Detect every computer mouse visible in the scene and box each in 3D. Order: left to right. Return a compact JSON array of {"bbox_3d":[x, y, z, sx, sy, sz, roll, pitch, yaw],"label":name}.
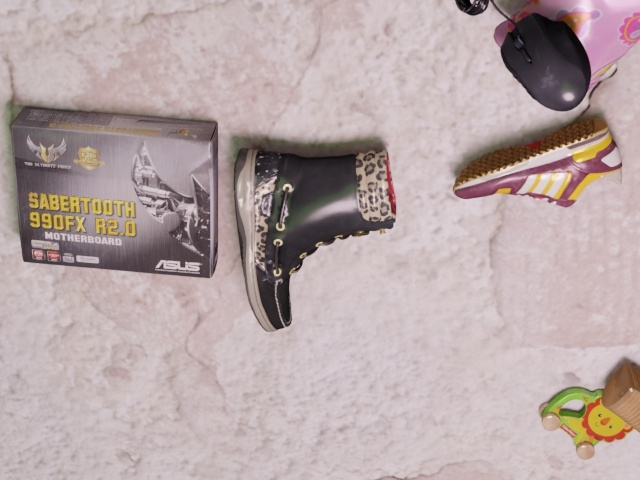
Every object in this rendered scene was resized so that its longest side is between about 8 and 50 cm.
[{"bbox_3d":[0.183,-0.216,1.294,0.041,0.242,0.071,3,132,-44],"label":"computer mouse"}]

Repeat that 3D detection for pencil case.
[{"bbox_3d":[0.300,-0.272,1.300,0.124,0.124,0.284,32,119,-12],"label":"pencil case"}]

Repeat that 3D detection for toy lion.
[{"bbox_3d":[0.337,0.218,1.632,0.100,0.034,0.096,39,110,-15],"label":"toy lion"}]

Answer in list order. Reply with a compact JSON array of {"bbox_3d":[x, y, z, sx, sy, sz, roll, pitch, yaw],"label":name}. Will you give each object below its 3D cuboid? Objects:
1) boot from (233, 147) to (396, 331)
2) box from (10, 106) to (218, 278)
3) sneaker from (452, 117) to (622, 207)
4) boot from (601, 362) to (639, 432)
[{"bbox_3d":[0.000,0.000,1.512,0.179,0.085,0.236,-4,119,6],"label":"boot"},{"bbox_3d":[-0.234,-0.054,1.524,0.231,0.056,0.183,5,121,3],"label":"box"},{"bbox_3d":[0.241,-0.065,1.453,0.185,0.069,0.084,-18,111,18],"label":"sneaker"},{"bbox_3d":[0.496,0.154,1.543,0.211,0.104,0.295,28,125,-16],"label":"boot"}]
